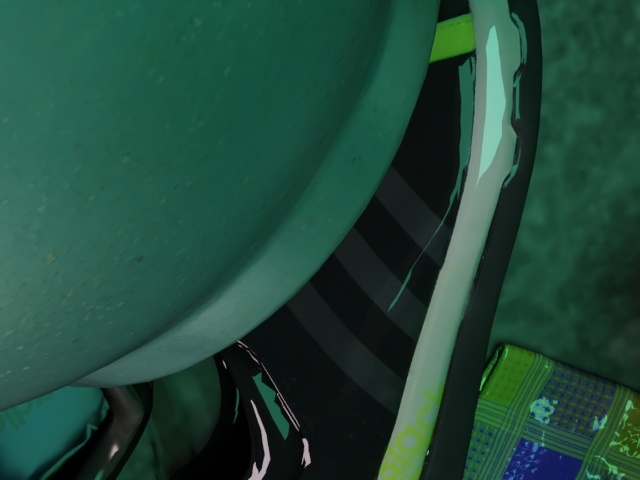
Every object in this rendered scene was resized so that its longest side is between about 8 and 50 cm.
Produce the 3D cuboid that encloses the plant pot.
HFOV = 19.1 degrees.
[{"bbox_3d":[-0.095,-0.075,0.438,0.196,0.293,0.293,30,94,-44],"label":"plant pot"}]

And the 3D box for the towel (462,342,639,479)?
[{"bbox_3d":[0.083,0.073,0.632,0.083,0.009,0.060,25,96,-17],"label":"towel"}]

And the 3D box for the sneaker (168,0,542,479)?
[{"bbox_3d":[0.000,0.000,0.558,0.097,0.084,0.235,5,101,-13],"label":"sneaker"}]

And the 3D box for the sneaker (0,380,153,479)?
[{"bbox_3d":[-0.142,0.092,0.538,0.232,0.090,0.081,-44,107,-3],"label":"sneaker"}]
